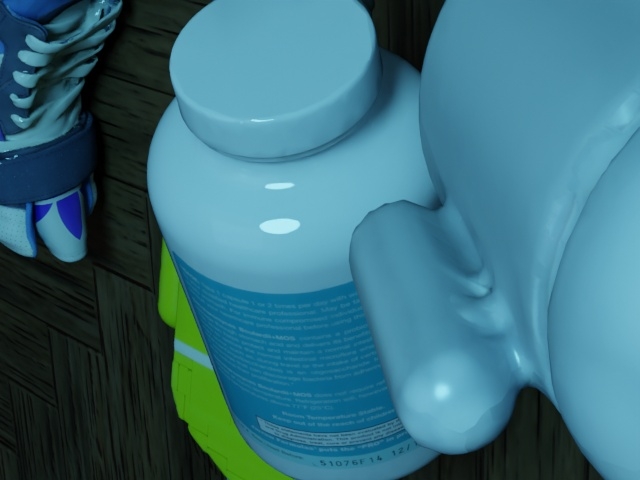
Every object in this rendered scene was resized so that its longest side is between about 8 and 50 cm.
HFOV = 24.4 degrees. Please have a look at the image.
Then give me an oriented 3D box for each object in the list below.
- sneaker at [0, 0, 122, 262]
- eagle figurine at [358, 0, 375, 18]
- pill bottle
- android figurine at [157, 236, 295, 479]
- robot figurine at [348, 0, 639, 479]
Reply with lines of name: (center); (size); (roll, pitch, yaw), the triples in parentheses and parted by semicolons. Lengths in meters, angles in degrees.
sneaker: (-0.195, -0.105, 1.076); (0.323, 0.130, 0.236); (-15, 104, 47)
eagle figurine: (-0.064, -0.235, 0.798); (0.298, 0.225, 0.226); (-2, 123, 39)
pill bottle: (0.000, 0.000, 0.735); (0.146, 0.146, 0.264); (38, 156, 34)
android figurine: (-0.021, 0.058, 0.968); (0.248, 0.056, 0.273); (21, 117, 39)
robot figurine: (0.156, -0.020, 0.545); (0.200, 0.300, 0.353); (62, -176, -30)
